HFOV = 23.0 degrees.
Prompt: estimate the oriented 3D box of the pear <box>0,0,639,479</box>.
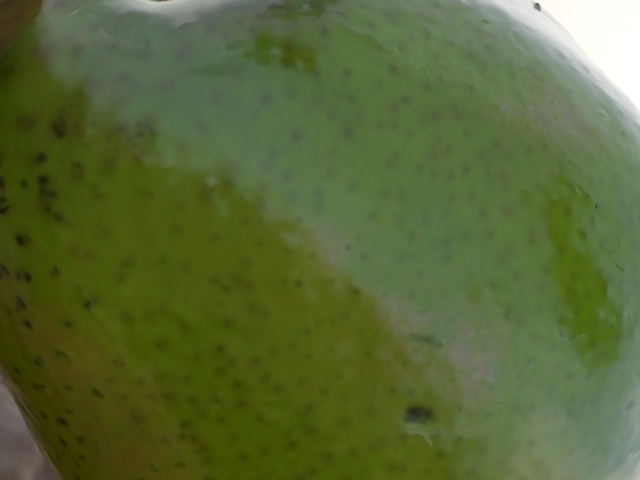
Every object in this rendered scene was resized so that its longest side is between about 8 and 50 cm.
[{"bbox_3d":[0.000,0.000,0.414,0.220,0.187,0.187,40,13,-33],"label":"pear"}]
